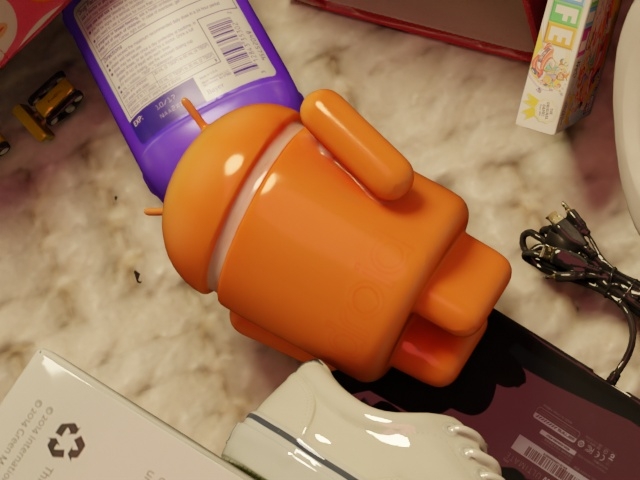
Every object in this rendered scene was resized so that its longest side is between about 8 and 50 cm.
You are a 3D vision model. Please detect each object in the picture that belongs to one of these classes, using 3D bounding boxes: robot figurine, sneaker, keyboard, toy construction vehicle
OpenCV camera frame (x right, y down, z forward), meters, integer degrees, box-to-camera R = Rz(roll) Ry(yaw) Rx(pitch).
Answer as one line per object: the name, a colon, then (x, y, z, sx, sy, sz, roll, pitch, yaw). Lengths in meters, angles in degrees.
robot figurine: (0.001, -0.002, 1.040, 0.219, 0.158, 0.128, 28, 77, 9)
sneaker: (0.065, 0.143, 0.948, 0.258, 0.094, 0.091, 30, 75, 25)
keyboard: (0.164, 0.105, 1.061, 0.317, 0.033, 0.201, 33, 87, 20)
toy construction vehicle: (-0.222, -0.091, 1.217, 0.098, 0.035, 0.086, -45, 79, -3)

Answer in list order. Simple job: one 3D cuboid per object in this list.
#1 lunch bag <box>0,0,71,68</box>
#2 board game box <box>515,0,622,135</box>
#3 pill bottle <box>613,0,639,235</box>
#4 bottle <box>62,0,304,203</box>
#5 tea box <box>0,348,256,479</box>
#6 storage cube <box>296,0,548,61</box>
lunch bag: (-0.236, -0.257, 1.138, 0.293, 0.120, 0.258, -45, 60, -5)
board game box: (0.163, -0.147, 1.077, 0.026, 0.103, 0.154, 19, 108, 17)
pill bottle: (0.339, -0.075, 0.981, 0.323, 0.181, 0.181, -3, 69, -11)
bottle: (-0.112, -0.155, 1.180, 0.118, 0.092, 0.283, -28, 67, -3)
tea box: (-0.104, 0.278, 0.897, 0.220, 0.323, 0.329, 30, 78, 19)
storage cube: (0.078, -0.255, 1.128, 0.215, 0.184, 0.193, 16, 73, 18)
